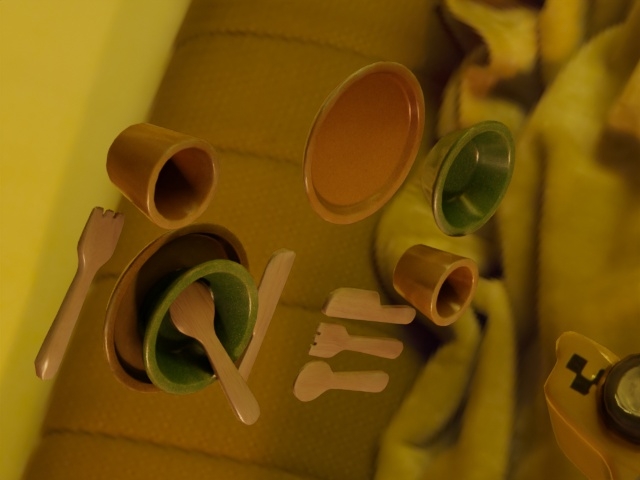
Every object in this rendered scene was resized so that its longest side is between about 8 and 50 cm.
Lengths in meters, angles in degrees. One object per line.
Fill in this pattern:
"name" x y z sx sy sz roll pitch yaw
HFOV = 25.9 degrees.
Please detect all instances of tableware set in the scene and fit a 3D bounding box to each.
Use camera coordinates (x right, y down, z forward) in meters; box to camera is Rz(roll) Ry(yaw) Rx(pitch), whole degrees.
"tableware set" 0.000 0.000 0.377 0.024 0.154 0.104 29 101 38

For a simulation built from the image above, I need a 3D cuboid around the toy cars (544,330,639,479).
"toy cars" 0.242 0.185 0.607 0.087 0.394 0.176 -55 16 -12
